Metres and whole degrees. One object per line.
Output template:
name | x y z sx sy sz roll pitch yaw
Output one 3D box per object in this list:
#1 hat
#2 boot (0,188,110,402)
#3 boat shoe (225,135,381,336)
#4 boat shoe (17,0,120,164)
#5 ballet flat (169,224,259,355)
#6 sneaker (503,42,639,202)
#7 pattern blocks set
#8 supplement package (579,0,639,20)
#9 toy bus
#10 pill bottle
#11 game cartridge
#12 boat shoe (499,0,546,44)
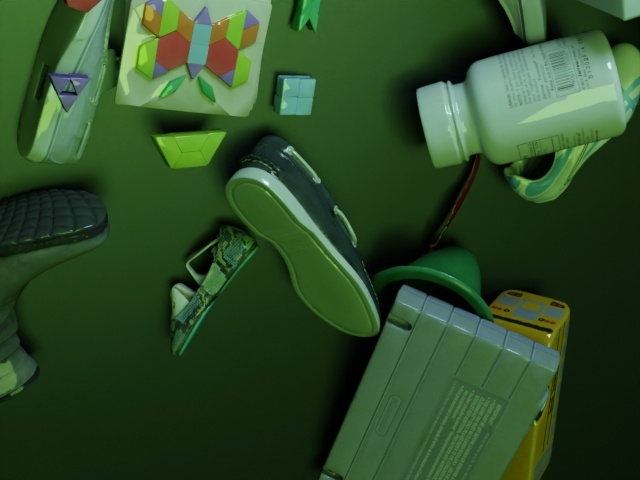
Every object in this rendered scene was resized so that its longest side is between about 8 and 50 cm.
hat | 0.179 0.025 1.325 0.173 0.183 0.208 37 144 -17
boot | -0.380 0.081 1.155 0.338 0.118 0.223 -16 121 4
boat shoe | 0.000 0.000 1.219 0.114 0.091 0.302 -3 134 36
boat shoe | -0.265 -0.188 1.078 0.081 0.079 0.227 10 111 -41
ballet flat | -0.152 0.058 1.234 0.070 0.070 0.188 31 101 -26
sneaker | 0.327 -0.152 1.248 0.086 0.085 0.237 22 108 -42
pattern blocks set | -0.139 -0.215 1.071 0.325 0.026 0.285 -15 121 -28
supplement package | 0.402 -0.395 1.093 0.263 0.198 0.199 -17 119 -8
toy bus | 0.273 0.249 1.390 0.108 0.130 0.332 14 118 26
pill bottle | 0.238 -0.163 1.173 0.229 0.131 0.131 -13 119 12
game cartridge | 0.153 0.246 1.316 0.230 0.068 0.355 22 122 2
boat shoe | 0.200 -0.339 1.127 0.088 0.096 0.267 -10 134 22
